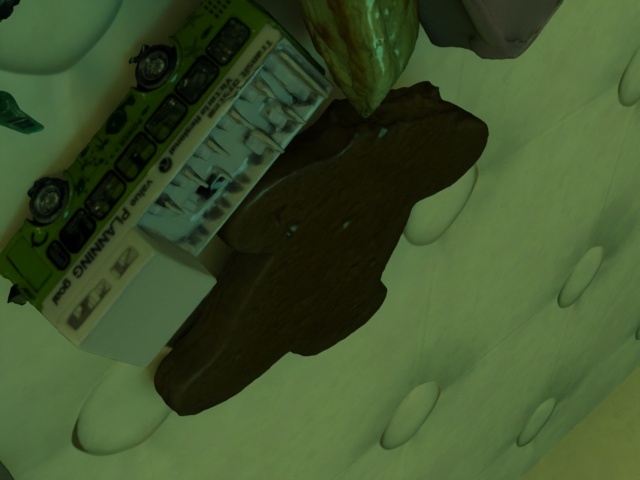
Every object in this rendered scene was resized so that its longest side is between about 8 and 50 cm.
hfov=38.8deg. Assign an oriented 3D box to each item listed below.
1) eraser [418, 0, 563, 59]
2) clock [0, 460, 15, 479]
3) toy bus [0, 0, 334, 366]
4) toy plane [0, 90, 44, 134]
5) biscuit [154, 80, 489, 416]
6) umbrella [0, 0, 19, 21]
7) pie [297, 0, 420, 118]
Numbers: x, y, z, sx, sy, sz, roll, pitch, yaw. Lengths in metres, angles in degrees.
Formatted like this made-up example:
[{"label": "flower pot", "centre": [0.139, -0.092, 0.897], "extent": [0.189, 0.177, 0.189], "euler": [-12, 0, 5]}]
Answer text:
[{"label": "eraser", "centre": [0.155, -0.354, 0.804], "extent": [0.272, 0.122, 0.359], "euler": [-57, 148, -6]}, {"label": "clock", "centre": [-0.402, 0.315, 0.772], "extent": [0.338, 0.102, 0.338], "euler": [-32, 143, -29]}, {"label": "toy bus", "centre": [-0.119, -0.051, 0.730], "extent": [0.302, 0.139, 0.113], "euler": [-51, 148, 4]}, {"label": "toy plane", "centre": [-0.288, -0.050, 0.573], "extent": [0.235, 0.096, 0.060], "euler": [-46, 155, -45]}, {"label": "biscuit", "centre": [0.000, 0.000, 0.978], "extent": [0.368, 0.076, 0.394], "euler": [-23, 148, -39]}, {"label": "umbrella", "centre": [-0.254, -0.143, 0.581], "extent": [0.133, 0.031, 0.036], "euler": [-28, 163, -34]}, {"label": "pie", "centre": [0.025, -0.203, 0.724], "extent": [0.090, 0.248, 0.201], "euler": [-18, 102, 4]}]
